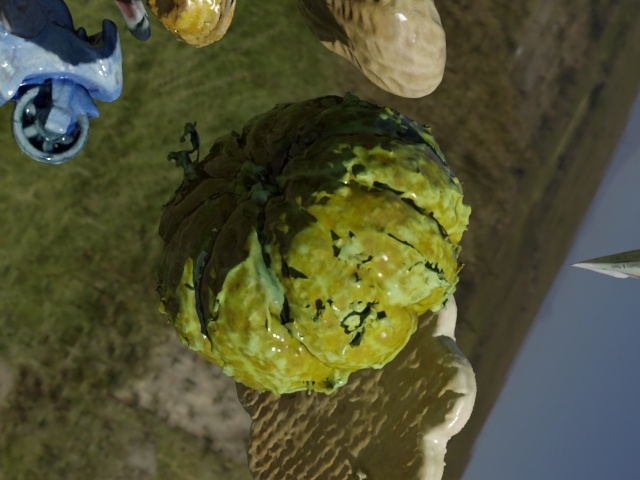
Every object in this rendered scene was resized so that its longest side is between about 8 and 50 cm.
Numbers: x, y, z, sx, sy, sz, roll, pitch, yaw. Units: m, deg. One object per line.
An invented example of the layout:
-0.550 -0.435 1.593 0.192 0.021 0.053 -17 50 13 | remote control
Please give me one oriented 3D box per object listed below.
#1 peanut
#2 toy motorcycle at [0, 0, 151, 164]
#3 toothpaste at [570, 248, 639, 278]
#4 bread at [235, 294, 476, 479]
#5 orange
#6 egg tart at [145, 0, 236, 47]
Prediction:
0.043 -0.253 1.424 0.110 0.233 0.197 -47 153 -9 | peanut
-0.344 -0.272 1.622 0.241 0.319 0.182 -40 -167 1 | toy motorcycle
0.385 0.018 1.345 0.056 0.058 0.314 -41 -164 -29 | toothpaste
0.033 0.146 1.381 0.054 0.316 0.316 13 107 -49 | bread
0.000 0.000 1.263 0.223 0.301 0.300 46 33 -44 | orange
-0.128 -0.237 1.226 0.049 0.129 0.129 -19 144 -40 | egg tart
